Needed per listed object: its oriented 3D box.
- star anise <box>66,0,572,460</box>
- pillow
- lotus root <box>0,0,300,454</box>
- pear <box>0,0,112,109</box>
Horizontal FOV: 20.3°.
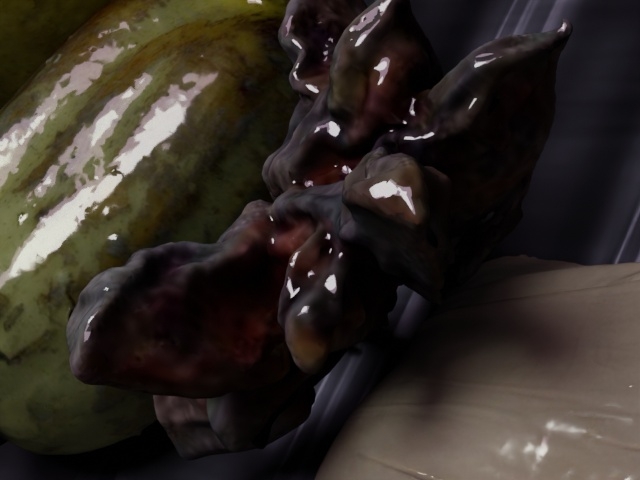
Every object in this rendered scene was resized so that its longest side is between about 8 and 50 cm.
[{"bbox_3d":[0.002,-0.003,0.730,0.212,0.129,0.283,-57,-5,-9],"label":"star anise"},{"bbox_3d":[0.125,0.060,0.665,0.270,0.067,0.173,-3,47,43],"label":"pillow"},{"bbox_3d":[-0.085,-0.028,0.881,0.309,0.173,0.173,-49,36,-1],"label":"lotus root"},{"bbox_3d":[-0.173,-0.200,1.017,0.304,0.304,0.304,-26,40,24],"label":"pear"}]
